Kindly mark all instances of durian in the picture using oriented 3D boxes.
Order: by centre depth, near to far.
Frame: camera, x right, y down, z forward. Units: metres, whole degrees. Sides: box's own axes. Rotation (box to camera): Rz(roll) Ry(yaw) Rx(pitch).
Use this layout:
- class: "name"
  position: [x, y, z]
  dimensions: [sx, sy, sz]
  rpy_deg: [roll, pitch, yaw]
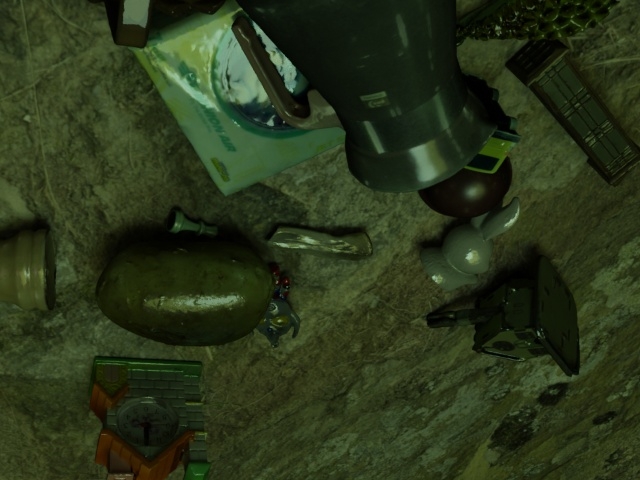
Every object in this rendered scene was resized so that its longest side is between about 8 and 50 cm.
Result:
- class: "durian"
  position: [0.378, -0.380, 1.091]
  dimensions: [0.375, 0.132, 0.106]
  rpy_deg: [-25, 117, 12]

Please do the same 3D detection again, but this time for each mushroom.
- class: "mushroom"
  position: [-0.001, 0.003, 1.335]
  dimensions: [0.202, 0.054, 0.059]
  rpy_deg: [5, 120, -13]

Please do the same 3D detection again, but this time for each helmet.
- class: "helmet"
  position: [0.249, -0.099, 1.257]
  dimensions: [0.175, 0.106, 0.155]
  rpy_deg: [-12, 109, 20]

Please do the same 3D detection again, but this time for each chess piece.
- class: "chess piece"
  position: [-0.600, 0.048, 1.166]
  dimensions: [0.307, 0.124, 0.139]
  rpy_deg: [0, 157, -12]
- class: "chess piece"
  position: [-0.221, -0.024, 1.256]
  dimensions: [0.093, 0.042, 0.042]
  rpy_deg: [16, 121, -34]

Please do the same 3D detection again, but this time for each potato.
- class: "potato"
  position: [-0.233, 0.090, 1.250]
  dimensions: [0.308, 0.173, 0.210]
  rpy_deg: [8, 145, -19]

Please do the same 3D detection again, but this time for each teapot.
- class: "teapot"
  position: [0.042, -0.240, 0.846]
  dimensions: [0.300, 0.253, 0.344]
  rpy_deg: [-1, 138, 30]

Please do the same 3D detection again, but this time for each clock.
- class: "clock"
  position: [-0.332, 0.357, 1.378]
  dimensions: [0.220, 0.255, 0.106]
  rpy_deg: [6, 125, -21]

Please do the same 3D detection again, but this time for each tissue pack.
- class: "tissue pack"
  position: [-0.035, -0.267, 1.037]
  dimensions: [0.388, 0.162, 0.287]
  rpy_deg: [-24, 129, 5]

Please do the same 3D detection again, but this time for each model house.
- class: "model house"
  position: [0.385, 0.178, 1.524]
  dimensions: [0.279, 0.204, 0.218]
  rpy_deg: [-15, 135, 36]

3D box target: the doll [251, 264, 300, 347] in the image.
- class: "doll"
  position: [-0.095, 0.134, 1.399]
  dimensions: [0.104, 0.062, 0.194]
  rpy_deg: [-9, 122, -10]

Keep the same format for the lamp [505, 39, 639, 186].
- class: "lamp"
  position: [0.459, -0.225, 1.256]
  dimensions: [0.089, 0.090, 0.325]
  rpy_deg: [-43, 127, 17]

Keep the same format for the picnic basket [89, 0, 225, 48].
- class: "picnic basket"
  position: [-0.209, -0.383, 0.798]
  dimensions: [0.291, 0.321, 0.254]
  rpy_deg: [5, 122, -24]

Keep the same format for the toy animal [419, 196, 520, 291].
- class: "toy animal"
  position: [0.307, -0.003, 1.375]
  dimensions: [0.131, 0.103, 0.221]
  rpy_deg: [34, 112, -32]

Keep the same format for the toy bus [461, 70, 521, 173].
- class: "toy bus"
  position: [0.246, -0.198, 1.166]
  dimensions: [0.088, 0.175, 0.101]
  rpy_deg: [9, 131, -22]
